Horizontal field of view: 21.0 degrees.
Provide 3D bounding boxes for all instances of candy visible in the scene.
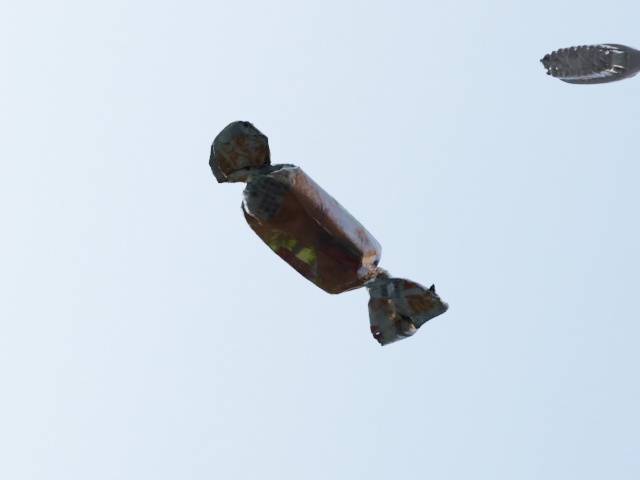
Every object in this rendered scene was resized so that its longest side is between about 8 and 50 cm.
[{"bbox_3d":[0.000,0.000,1.072,0.182,0.046,0.053,40,-59,-7],"label":"candy"}]

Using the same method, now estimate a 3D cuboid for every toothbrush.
[{"bbox_3d":[0.248,-0.104,0.916,0.307,0.029,0.025,-1,-91,41],"label":"toothbrush"}]
